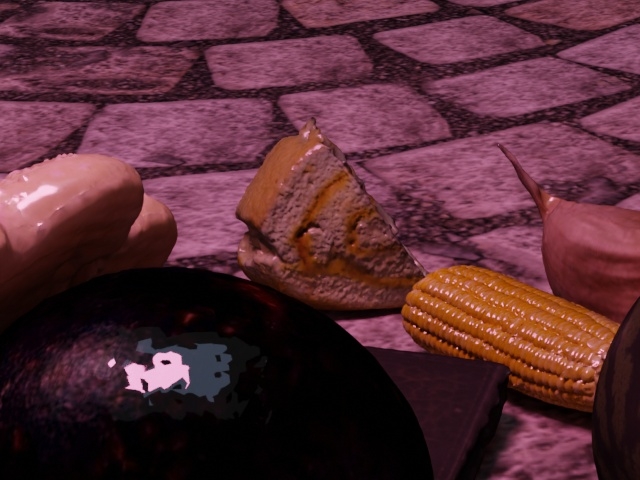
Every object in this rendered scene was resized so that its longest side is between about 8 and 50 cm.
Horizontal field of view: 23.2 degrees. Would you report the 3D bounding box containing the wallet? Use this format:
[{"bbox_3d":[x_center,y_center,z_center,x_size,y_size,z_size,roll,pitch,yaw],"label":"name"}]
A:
[{"bbox_3d":[-0.060,0.108,0.922,0.321,0.044,0.170,6,27,19],"label":"wallet"}]

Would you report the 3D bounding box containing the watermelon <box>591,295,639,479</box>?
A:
[{"bbox_3d":[0.229,0.088,0.713,0.212,0.212,0.212,-3,22,1],"label":"watermelon"}]

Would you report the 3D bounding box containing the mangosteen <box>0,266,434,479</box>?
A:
[{"bbox_3d":[-0.061,0.125,0.676,0.243,0.243,0.243,-3,22,1],"label":"mangosteen"}]

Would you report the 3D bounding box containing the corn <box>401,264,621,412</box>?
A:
[{"bbox_3d":[0.130,0.062,0.978,0.085,0.063,0.165,9,10,-43],"label":"corn"}]

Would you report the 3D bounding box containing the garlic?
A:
[{"bbox_3d":[0.201,0.012,1.003,0.090,0.128,0.198,-34,38,-25],"label":"garlic"}]

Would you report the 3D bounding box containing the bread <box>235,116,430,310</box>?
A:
[{"bbox_3d":[0.002,0.005,1.104,0.110,0.156,0.103,-39,20,-1],"label":"bread"}]

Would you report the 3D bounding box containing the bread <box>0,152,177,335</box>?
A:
[{"bbox_3d":[-0.194,0.072,0.741,0.054,0.316,0.316,44,40,13],"label":"bread"}]
